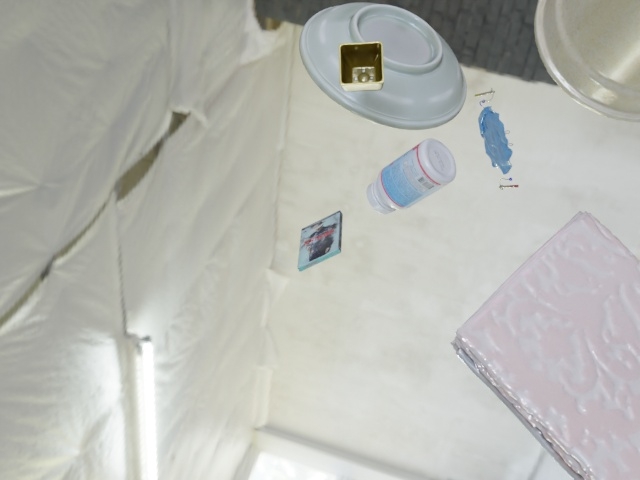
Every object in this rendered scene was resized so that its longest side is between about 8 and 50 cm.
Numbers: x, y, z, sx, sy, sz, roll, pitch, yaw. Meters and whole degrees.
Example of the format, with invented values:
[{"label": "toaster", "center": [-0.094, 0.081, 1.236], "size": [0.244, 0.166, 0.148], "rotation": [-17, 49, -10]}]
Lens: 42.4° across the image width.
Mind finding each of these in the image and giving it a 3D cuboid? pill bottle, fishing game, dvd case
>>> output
[{"label": "pill bottle", "center": [0.158, -0.109, 1.473], "size": [0.160, 0.087, 0.087], "rotation": [-32, 24, 42]}, {"label": "fishing game", "center": [0.460, -0.260, 2.135], "size": [0.189, 0.041, 0.263], "rotation": [-168, 61, -83]}, {"label": "dvd case", "center": [0.000, 0.000, 1.480], "size": [0.013, 0.087, 0.119], "rotation": [53, -156, -28]}]

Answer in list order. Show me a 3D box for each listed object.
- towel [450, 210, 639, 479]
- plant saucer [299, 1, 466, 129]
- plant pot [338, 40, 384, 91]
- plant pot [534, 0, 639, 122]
[{"label": "towel", "center": [0.363, 0.155, 1.028], "size": [0.317, 0.332, 0.053], "rotation": [-36, -12, -32]}, {"label": "plant saucer", "center": [0.156, -0.418, 1.829], "size": [0.100, 0.401, 0.400], "rotation": [118, 177, -47]}, {"label": "plant pot", "center": [0.078, -0.316, 1.538], "size": [0.083, 0.082, 0.081], "rotation": [59, -150, -79]}, {"label": "plant pot", "center": [0.547, -0.396, 1.292], "size": [0.305, 0.334, 0.333], "rotation": [107, -179, -76]}]
